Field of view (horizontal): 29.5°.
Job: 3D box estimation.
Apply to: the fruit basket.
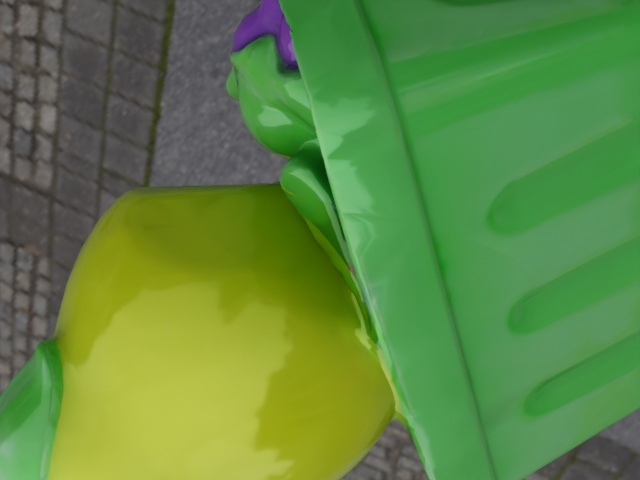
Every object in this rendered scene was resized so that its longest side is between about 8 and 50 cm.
[{"bbox_3d":[0.000,0.000,0.636,0.392,0.283,0.392,-8,139,-7],"label":"fruit basket"}]
